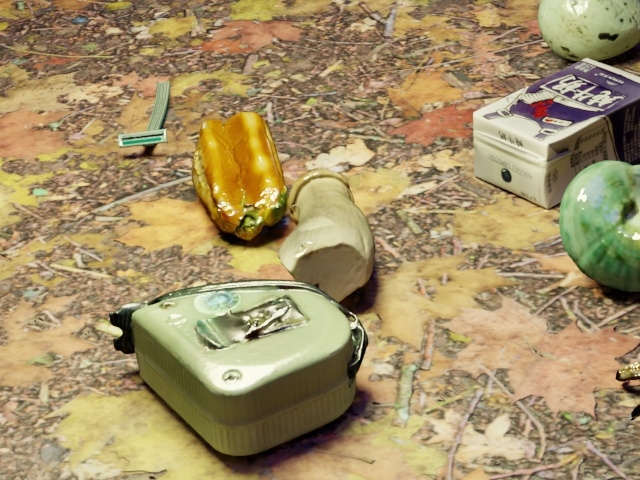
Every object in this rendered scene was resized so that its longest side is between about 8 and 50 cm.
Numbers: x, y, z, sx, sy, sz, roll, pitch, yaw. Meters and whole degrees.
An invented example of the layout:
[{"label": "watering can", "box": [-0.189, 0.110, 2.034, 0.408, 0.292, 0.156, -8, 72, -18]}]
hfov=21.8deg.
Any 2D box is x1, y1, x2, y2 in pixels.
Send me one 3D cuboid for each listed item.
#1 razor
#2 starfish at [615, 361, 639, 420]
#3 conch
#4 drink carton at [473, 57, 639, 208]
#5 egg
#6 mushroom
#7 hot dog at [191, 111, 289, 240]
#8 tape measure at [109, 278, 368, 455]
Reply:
[{"label": "razor", "box": [-0.229, -0.169, 2.302, 0.068, 0.037, 0.191, -5, 27, 7]}, {"label": "starfish", "box": [0.410, 0.140, 1.666, 0.238, 0.057, 0.213, -15, 39, -9]}, {"label": "conch", "box": [0.358, -0.023, 1.867, 0.188, 0.122, 0.176, 32, 79, 37]}, {"label": "drink carton", "box": [0.314, -0.137, 2.117, 0.222, 0.102, 0.134, -27, 39, -31]}, {"label": "egg", "box": [0.394, -0.321, 2.392, 0.164, 0.131, 0.131, -2, 29, -10]}, {"label": "mushroom", "box": [0.010, 0.001, 1.919, 0.108, 0.096, 0.247, -2, 25, 4]}, {"label": "hot dog", "box": [-0.105, -0.083, 2.100, 0.115, 0.072, 0.269, -6, 31, -4]}, {"label": "tape measure", "box": [-0.076, 0.105, 1.731, 0.207, 0.115, 0.235, -23, 35, -25]}]
